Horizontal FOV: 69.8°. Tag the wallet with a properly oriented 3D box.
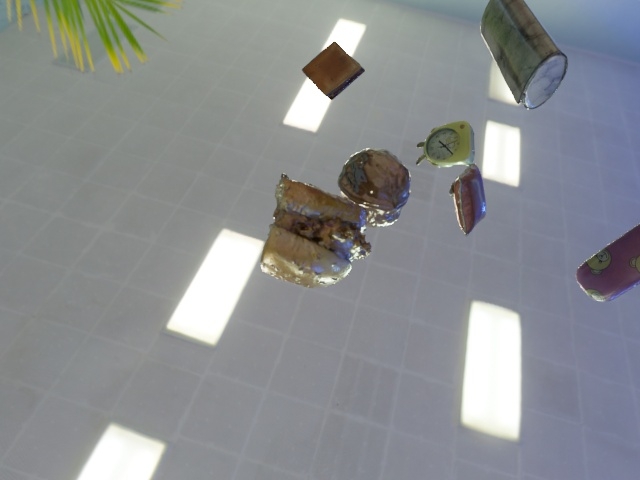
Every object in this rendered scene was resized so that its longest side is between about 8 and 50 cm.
[{"bbox_3d":[0.039,-0.578,1.564,0.161,0.042,0.195,-39,-123,4],"label":"wallet"}]

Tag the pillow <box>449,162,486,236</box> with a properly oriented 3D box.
[{"bbox_3d":[0.433,-0.121,1.345,0.075,0.179,0.171,-2,-158,36],"label":"pillow"}]

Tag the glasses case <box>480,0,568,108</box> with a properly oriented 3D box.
[{"bbox_3d":[0.388,-0.387,0.894,0.060,0.114,0.299,7,-132,-9],"label":"glasses case"}]

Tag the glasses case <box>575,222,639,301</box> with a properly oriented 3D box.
[{"bbox_3d":[0.836,0.040,1.212,0.076,0.316,0.123,5,-134,-48],"label":"glasses case"}]

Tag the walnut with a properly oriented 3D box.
[{"bbox_3d":[0.181,-0.179,1.545,0.227,0.273,0.273,22,-137,-34],"label":"walnut"}]

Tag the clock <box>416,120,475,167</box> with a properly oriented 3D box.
[{"bbox_3d":[0.474,-0.361,1.778,0.232,0.069,0.169,-5,-105,34],"label":"clock"}]

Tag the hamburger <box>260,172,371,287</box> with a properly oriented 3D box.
[{"bbox_3d":[0.000,0.000,1.260,0.287,0.445,0.268,16,-95,6],"label":"hamburger"}]
